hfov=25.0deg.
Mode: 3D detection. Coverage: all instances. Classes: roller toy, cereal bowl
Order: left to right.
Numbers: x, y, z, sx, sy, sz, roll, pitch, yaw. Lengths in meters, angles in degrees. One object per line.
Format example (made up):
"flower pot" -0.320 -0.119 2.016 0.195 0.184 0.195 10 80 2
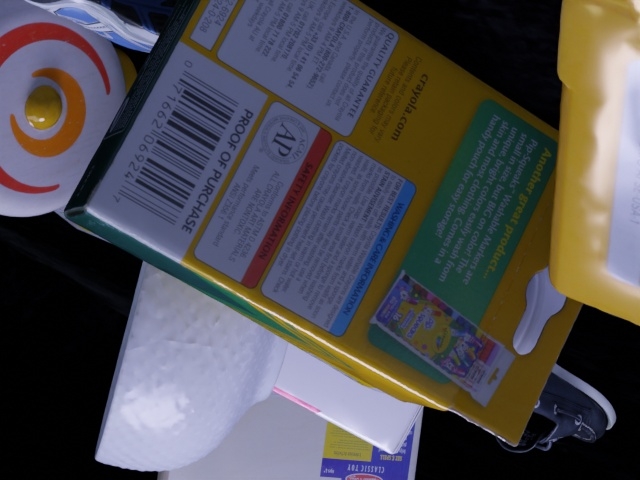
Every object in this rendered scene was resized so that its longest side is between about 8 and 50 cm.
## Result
"roller toy" -0.269 -0.119 1.238 0.146 0.191 0.209 15 163 44
"cereal bowl" -0.099 0.050 1.313 0.141 0.339 0.339 13 171 -8

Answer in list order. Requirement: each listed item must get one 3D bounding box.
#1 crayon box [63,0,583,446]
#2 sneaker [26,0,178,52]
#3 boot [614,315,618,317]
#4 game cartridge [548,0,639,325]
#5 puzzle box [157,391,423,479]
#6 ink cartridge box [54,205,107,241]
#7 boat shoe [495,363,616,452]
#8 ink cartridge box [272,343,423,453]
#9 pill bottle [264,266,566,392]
"crayon box" 0.025 -0.028 0.943 0.323 0.203 0.083 30 169 -17
"sneaker" -0.163 -0.179 1.010 0.211 0.080 0.081 28 166 2
"boot" 0.270 0.014 0.864 0.229 0.091 0.263 21 165 31
"game cartridge" 0.244 -0.023 0.667 0.285 0.053 0.324 22 155 20
"puzzle box" -0.041 0.320 2.172 0.409 0.272 0.052 8 178 -25
"ink cartridge box" -0.304 -0.040 2.014 0.109 0.062 0.209 21 168 22
"boat shoe" 0.234 0.186 1.669 0.127 0.113 0.340 19 166 35
"ink cartridge box" 0.014 0.116 1.664 0.207 0.117 0.283 28 -173 -5
"pill bottle" 0.029 0.002 1.114 0.334 0.188 0.188 32 168 -27
